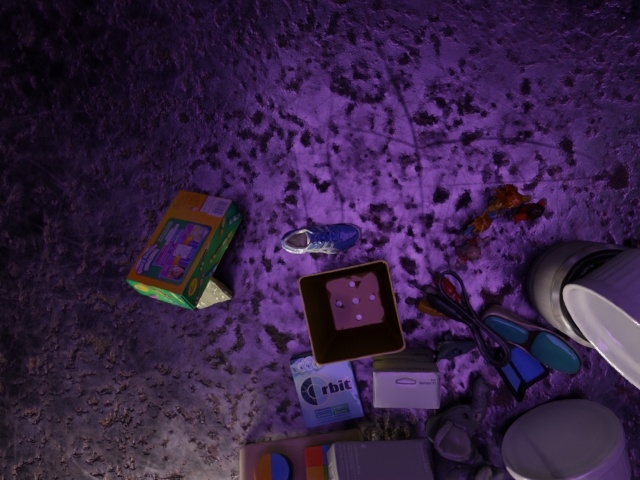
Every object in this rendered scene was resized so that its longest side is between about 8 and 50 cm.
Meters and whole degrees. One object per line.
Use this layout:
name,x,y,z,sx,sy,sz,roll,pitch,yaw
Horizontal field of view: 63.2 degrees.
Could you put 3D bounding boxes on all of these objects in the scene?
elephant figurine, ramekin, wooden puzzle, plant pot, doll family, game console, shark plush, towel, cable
elephant figurine,0.336,0.485,1.285,0.169,0.185,0.240,-30,74,50
ramekin,0.567,0.500,1.192,0.272,0.273,0.127,-27,100,7
ramekin,0.572,0.145,0.894,0.135,0.277,0.277,-38,87,-1
wooden puzzle,-0.046,0.647,1.281,0.347,0.081,0.322,-13,57,9
plant pot,0.080,0.162,1.270,0.212,0.187,0.213,-12,91,7
doll family,0.402,-0.053,1.233,0.262,0.163,0.118,-36,88,7
game console,0.495,0.315,1.285,0.071,0.107,0.122,-35,87,35
shark plush,0.319,0.262,1.270,0.067,0.161,0.073,-2,80,39
towel,-0.302,0.134,1.343,0.109,0.148,0.027,-20,60,8
cable,0.358,0.177,1.273,0.287,0.072,0.140,36,106,14

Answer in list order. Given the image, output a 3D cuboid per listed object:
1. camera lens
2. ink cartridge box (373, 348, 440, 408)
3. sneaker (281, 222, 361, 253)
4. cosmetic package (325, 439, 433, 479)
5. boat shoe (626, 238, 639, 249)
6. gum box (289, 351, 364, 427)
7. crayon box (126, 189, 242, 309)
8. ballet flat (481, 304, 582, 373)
camera lens,0.597,0.111,1.159,0.219,0.274,0.220,0,92,7
ink cartridge box,0.201,0.326,1.250,0.152,0.208,0.087,-1,92,7
sneaker,0.000,0.000,1.327,0.211,0.081,0.080,-9,89,6
cosmetic package,0.140,0.552,1.239,0.237,0.107,0.127,1,52,-15
boat shoe,0.746,0.070,1.254,0.049,0.056,0.152,16,85,11
gum box,0.017,0.380,1.359,0.156,0.041,0.185,-15,91,8
crayon box,-0.331,0.015,1.286,0.165,0.081,0.279,12,62,22
ballet flat,0.513,0.232,1.268,0.248,0.086,0.086,30,95,13
